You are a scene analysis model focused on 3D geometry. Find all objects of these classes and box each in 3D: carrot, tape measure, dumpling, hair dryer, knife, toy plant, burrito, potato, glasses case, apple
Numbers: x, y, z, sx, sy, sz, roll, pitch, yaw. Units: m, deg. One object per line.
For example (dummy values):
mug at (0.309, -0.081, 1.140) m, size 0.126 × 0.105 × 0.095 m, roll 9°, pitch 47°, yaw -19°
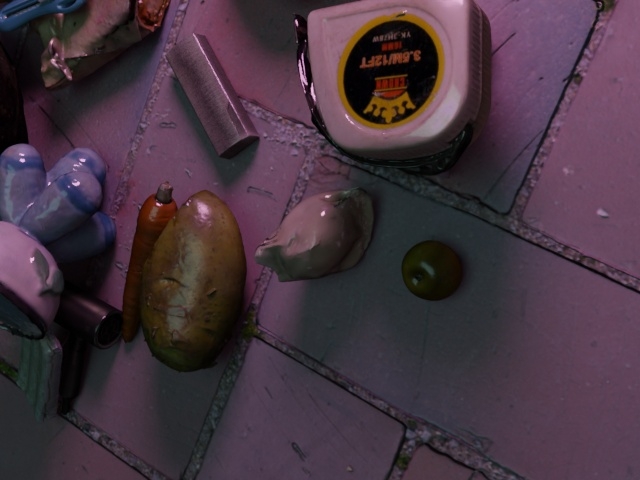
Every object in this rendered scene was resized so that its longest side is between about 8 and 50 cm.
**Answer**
carrot at (-0.298, 0.042, 1.416) m, size 0.069 × 0.069 × 0.336 m, roll 35°, pitch 123°, yaw 21°
tape measure at (0.089, -0.199, 1.107) m, size 0.271 × 0.133 × 0.232 m, roll 0°, pitch 84°, yaw 28°
dumpling at (0.000, 0.000, 1.255) m, size 0.199 × 0.136 × 0.118 m, roll -26°, pitch 44°, yaw 5°
hair dryer at (-0.471, 0.201, 1.528) m, size 0.195 × 0.078 × 0.249 m, roll 24°, pitch 108°, yaw 26°
knife at (-0.478, -0.403, 1.418) m, size 0.221 × 0.031 × 0.064 m, roll -9°, pitch 80°, yaw 30°
toy plant at (-0.479, -0.025, 1.418) m, size 0.247 × 0.247 × 0.332 m, roll 16°, pitch 60°, yaw 25°
burrito at (-0.366, -0.399, 1.428) m, size 0.347 × 0.107 × 0.175 m, roll -31°, pitch 87°, yaw 23°
potato at (-0.206, 0.066, 1.349) m, size 0.176 × 0.141 × 0.298 m, roll 12°, pitch 91°, yaw 13°
glasses case at (-0.181, -0.238, 1.372) m, size 0.070 × 0.047 × 0.205 m, roll -33°, pitch 77°, yaw 23°
apple at (0.159, 0.045, 1.199) m, size 0.089 × 0.074 × 0.090 m, roll 17°, pitch 118°, yaw 35°

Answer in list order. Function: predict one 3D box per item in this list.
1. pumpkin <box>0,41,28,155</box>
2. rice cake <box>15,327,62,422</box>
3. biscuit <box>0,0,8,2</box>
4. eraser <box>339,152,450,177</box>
pumpkin at (-0.746, -0.221, 1.489) m, size 0.454 × 0.344 × 0.455 m, roll 0°, pitch 89°, yaw 28°
rice cake at (-0.512, 0.224, 1.511) m, size 0.124 × 0.038 × 0.211 m, roll 50°, pitch 137°, yaw 26°
biscuit at (-0.490, -0.545, 1.475) m, size 0.278 × 0.043 × 0.301 m, roll 39°, pitch 90°, yaw 30°
eraser at (0.129, -0.217, 1.199) m, size 0.174 × 0.081 × 0.227 m, roll 16°, pitch 100°, yaw 24°
